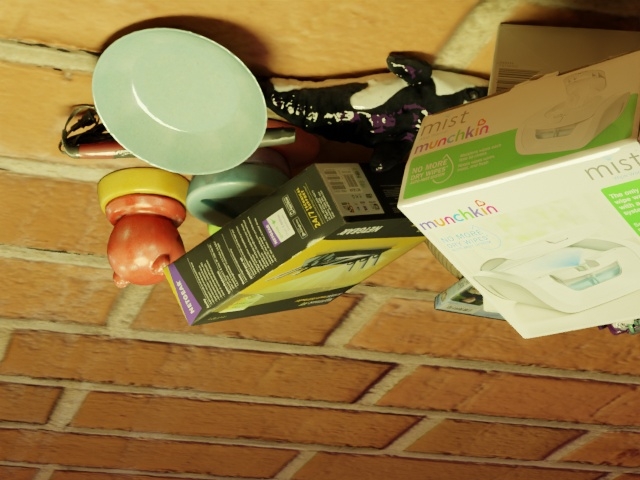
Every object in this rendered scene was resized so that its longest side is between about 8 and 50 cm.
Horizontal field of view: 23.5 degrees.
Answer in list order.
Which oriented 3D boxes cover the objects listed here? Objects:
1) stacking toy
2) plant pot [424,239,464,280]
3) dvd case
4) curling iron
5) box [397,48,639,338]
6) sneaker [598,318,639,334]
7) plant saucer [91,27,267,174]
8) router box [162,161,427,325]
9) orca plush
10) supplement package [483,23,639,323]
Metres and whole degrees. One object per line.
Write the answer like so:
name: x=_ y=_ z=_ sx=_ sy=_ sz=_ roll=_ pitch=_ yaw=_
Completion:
stacking toy: x=-0.100 y=-0.018 z=1.914 sx=0.279 sy=0.130 sz=0.309 roll=19 pitch=149 yaw=-37
plant pot: x=0.238 y=-0.003 z=1.994 sx=0.237 sy=0.109 sz=0.237 roll=-2 pitch=156 yaw=-1
dvd case: x=0.270 y=0.063 z=1.948 sx=0.180 sy=0.022 sz=0.253 roll=9 pitch=162 yaw=-14
curling iron: x=-0.164 y=-0.120 z=1.737 sx=0.274 sy=0.068 sz=0.035 roll=0 pitch=153 yaw=8
box: x=0.250 y=-0.039 z=1.449 sx=0.262 sy=0.126 sz=0.231 roll=-14 pitch=135 yaw=39
sneaker: x=0.448 y=0.098 z=2.059 sx=0.098 sy=0.083 sz=0.224 roll=-29 pitch=177 yaw=-11
plant saucer: x=-0.149 y=-0.157 z=1.660 sx=0.195 sy=0.037 sz=0.195 roll=7 pitch=132 yaw=8
router box: x=0.000 y=0.000 z=1.826 sx=0.243 sy=0.081 sz=0.309 roll=-34 pitch=166 yaw=29
orca plush: x=0.058 y=-0.131 z=1.703 sx=0.287 sy=0.102 sz=0.151 roll=7 pitch=154 yaw=-19
supplement package: x=0.268 y=-0.066 z=1.666 sx=0.175 sy=0.177 sz=0.293 roll=4 pitch=142 yaw=10
